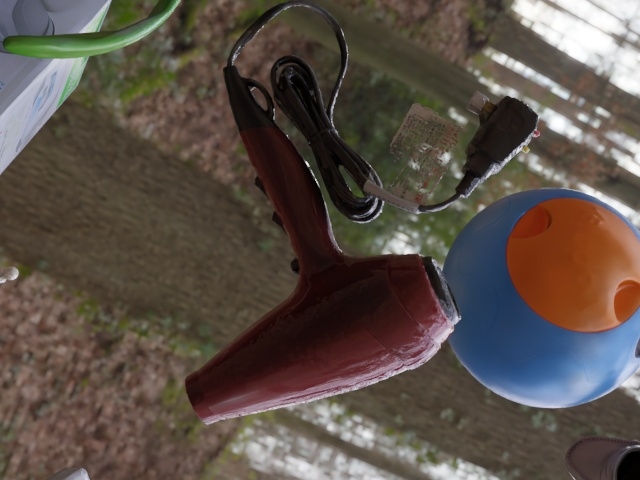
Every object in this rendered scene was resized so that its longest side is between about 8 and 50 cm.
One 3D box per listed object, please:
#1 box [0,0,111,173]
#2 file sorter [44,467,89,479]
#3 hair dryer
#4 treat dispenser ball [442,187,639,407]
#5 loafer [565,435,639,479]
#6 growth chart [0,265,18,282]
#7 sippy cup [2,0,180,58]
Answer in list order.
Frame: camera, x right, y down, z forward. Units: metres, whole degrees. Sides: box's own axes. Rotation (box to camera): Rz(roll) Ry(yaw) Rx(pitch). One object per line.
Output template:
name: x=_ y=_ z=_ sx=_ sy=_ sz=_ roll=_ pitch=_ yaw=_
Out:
box: x=-0.344 y=-0.164 z=1.018 sx=0.126 sy=0.262 sz=0.231 roll=-55 pitch=-176 yaw=46
file sorter: x=-0.148 y=0.270 z=0.681 sx=0.173 sy=0.192 sz=0.278 roll=-9 pitch=-166 yaw=39
hair dryer: x=0.000 y=0.000 z=0.878 sx=0.293 sy=0.224 sz=0.080 roll=-63 pitch=157 yaw=-5
treat dispenser ball: x=0.299 y=0.075 z=1.675 sx=0.288 sy=0.288 sz=0.288 roll=-51 pitch=-156 yaw=33
loafer: x=0.446 y=0.324 z=1.783 sx=0.112 sy=0.111 sz=0.319 roll=-53 pitch=-155 yaw=-15
growth chart: x=-0.420 y=0.006 z=1.302 sx=0.172 sy=0.237 sz=0.021 roll=-17 pitch=-125 yaw=19
sippy cup: x=-0.203 y=-0.296 z=0.876 sx=0.240 sy=0.224 sz=0.305 roll=105 pitch=-28 yaw=-55
